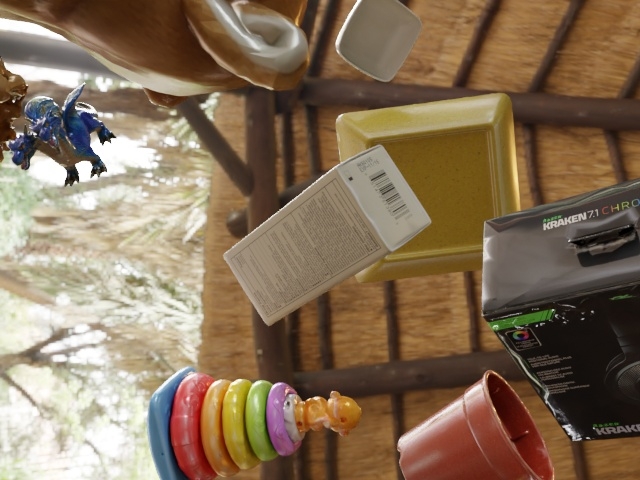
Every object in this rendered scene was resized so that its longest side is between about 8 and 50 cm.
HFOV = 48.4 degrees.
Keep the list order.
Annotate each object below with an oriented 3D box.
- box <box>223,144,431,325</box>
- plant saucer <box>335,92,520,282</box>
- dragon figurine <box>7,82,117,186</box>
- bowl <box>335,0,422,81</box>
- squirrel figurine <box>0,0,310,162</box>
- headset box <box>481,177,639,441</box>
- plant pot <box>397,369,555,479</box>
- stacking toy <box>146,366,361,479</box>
[{"bbox_3d":[0.000,0.000,1.097,0.311,0.121,0.148,-32,-90,44],"label":"box"},{"bbox_3d":[0.210,-0.090,1.327,0.081,0.332,0.333,-74,157,-81],"label":"plant saucer"},{"bbox_3d":[-0.383,-0.182,1.074,0.289,0.085,0.144,-95,167,-48],"label":"dragon figurine"},{"bbox_3d":[0.102,-0.385,1.335,0.142,0.142,0.053,-60,-149,11],"label":"bowl"},{"bbox_3d":[-0.187,-0.157,0.321,0.281,0.370,0.397,7,-115,54],"label":"squirrel figurine"},{"bbox_3d":[0.324,0.068,0.718,0.246,0.283,0.131,-16,-139,30],"label":"headset box"},{"bbox_3d":[0.336,0.476,1.600,0.265,0.272,0.272,-35,-127,21],"label":"plant pot"},{"bbox_3d":[-0.085,0.266,1.050,0.166,0.301,0.175,-33,111,-73],"label":"stacking toy"}]
